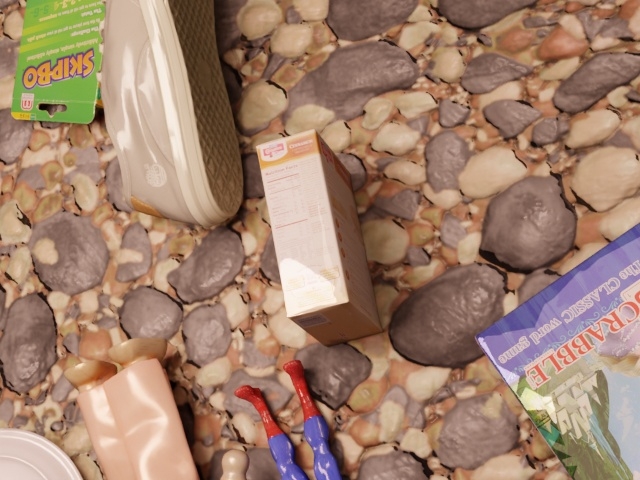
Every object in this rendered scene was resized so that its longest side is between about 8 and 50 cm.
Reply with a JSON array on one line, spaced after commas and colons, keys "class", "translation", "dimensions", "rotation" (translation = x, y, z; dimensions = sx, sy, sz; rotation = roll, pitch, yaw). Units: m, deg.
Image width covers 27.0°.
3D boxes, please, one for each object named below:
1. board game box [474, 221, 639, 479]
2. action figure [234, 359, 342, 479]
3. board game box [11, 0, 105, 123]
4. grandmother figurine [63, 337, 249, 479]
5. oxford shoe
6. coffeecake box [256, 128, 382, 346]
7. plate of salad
[{"class": "board game box", "translation": [0.365, 0.133, 1.263], "dimensions": [0.318, 0.066, 0.318], "rotation": [-36, 68, 5]}, {"class": "action figure", "translation": [-0.009, 0.254, 1.311], "dimensions": [0.091, 0.139, 0.280], "rotation": [-29, 71, 8]}, {"class": "board game box", "translation": [-0.293, -0.266, 1.575], "dimensions": [0.124, 0.039, 0.260], "rotation": [6, 84, 26]}, {"class": "grandmother figurine", "translation": [-0.155, 0.274, 1.372], "dimensions": [0.207, 0.104, 0.343], "rotation": [-29, 70, 28]}, {"class": "oxford shoe", "translation": [-0.189, -0.229, 1.471], "dimensions": [0.130, 0.169, 0.450], "rotation": [-11, 85, 21]}, {"class": "coffeecake box", "translation": [0.000, 0.000, 1.373], "dimensions": [0.068, 0.142, 0.186], "rotation": [-15, 70, 12]}, {"class": "plate of salad", "translation": [-0.341, 0.304, 1.443], "dimensions": [0.199, 0.048, 0.200], "rotation": [-1, 80, 8]}]
